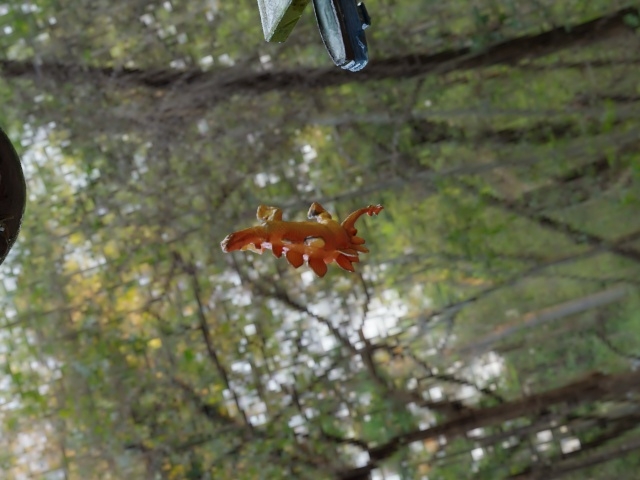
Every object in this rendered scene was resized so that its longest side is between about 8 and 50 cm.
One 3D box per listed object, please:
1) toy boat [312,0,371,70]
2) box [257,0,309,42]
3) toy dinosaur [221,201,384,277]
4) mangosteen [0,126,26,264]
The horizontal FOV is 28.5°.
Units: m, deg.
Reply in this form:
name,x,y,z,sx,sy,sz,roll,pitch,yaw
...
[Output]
name,x,y,z,sx,sy,sz,roll,pitch,yaw
toy boat,0.030,-0.279,1.571,0.061,0.060,0.137,-15,-98,-40
box,-0.031,-0.343,1.518,0.193,0.030,0.121,129,136,-55
toy dinosaur,0.000,0.000,1.600,0.288,0.070,0.117,-7,-144,-41
mangosteen,-0.424,-0.033,1.426,0.261,0.235,0.235,30,166,36
